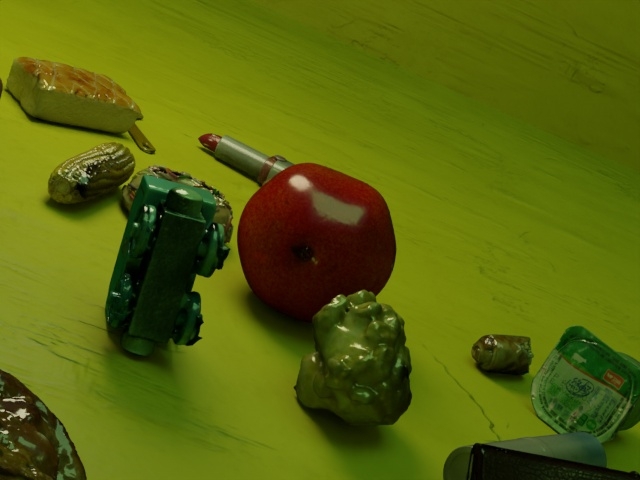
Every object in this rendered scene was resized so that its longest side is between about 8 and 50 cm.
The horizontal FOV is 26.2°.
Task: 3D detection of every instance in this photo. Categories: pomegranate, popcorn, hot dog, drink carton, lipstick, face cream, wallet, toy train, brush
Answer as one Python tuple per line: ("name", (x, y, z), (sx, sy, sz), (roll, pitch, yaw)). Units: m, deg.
("pomegranate", (0.000, 0.000, 1.897), (0.221, 0.221, 0.256), (28, 25, 6))
("popcorn", (0.049, 0.148, 1.659), (0.142, 0.173, 0.173), (16, 19, 3))
("hot dog", (-0.322, 0.178, 1.162), (0.272, 0.122, 0.196), (18, 20, -17))
("drink carton", (0.404, 0.217, 1.978), (0.146, 0.144, 0.142), (38, 13, 30))
("lipstick", (-0.125, -0.141, 2.340), (0.186, 0.057, 0.063), (27, 19, 11))
("face cream", (0.256, 0.281, 1.692), (0.250, 0.077, 0.077), (2, 30, -47))
("wallet", (0.272, 0.317, 1.590), (0.243, 0.133, 0.039), (14, -21, -30))
("toy train", (-0.185, 0.027, 1.612), (0.112, 0.203, 0.163), (16, 13, -18))
("brush", (-0.318, -0.195, 2.302), (0.083, 0.011, 0.205), (13, 24, -35))

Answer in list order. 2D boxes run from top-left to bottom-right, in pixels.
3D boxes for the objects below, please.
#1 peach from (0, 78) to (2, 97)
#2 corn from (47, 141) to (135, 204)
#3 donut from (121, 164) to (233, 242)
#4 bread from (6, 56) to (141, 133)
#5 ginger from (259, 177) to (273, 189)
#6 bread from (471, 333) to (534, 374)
("peach", (-0.511, -0.228, 2.034), (0.083, 0.083, 0.083), (23, 19, -9))
("corn", (-0.323, -0.095, 1.949), (0.072, 0.072, 0.203), (29, 20, 7))
("donut", (-0.202, -0.051, 1.989), (0.174, 0.068, 0.174), (22, 20, -9))
("bread", (-0.398, -0.235, 2.213), (0.188, 0.068, 0.125), (8, 26, -41))
("ginger", (-0.048, -0.018, 2.108), (0.089, 0.075, 0.288), (10, 29, -28))
("bread", (0.273, 0.168, 2.037), (0.110, 0.060, 0.066), (11, 9, -40))
